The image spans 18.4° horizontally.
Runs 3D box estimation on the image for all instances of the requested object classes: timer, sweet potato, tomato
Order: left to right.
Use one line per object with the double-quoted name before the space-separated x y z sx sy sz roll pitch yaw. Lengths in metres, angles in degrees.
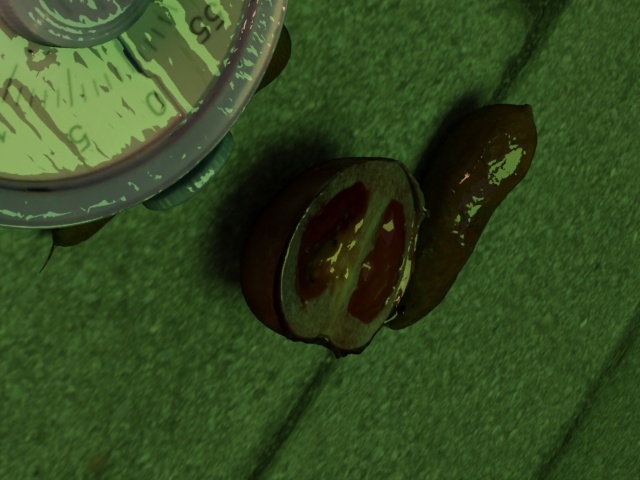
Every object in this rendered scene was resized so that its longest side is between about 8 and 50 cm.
"timer" -0.183 -0.179 1.312 0.395 0.173 0.395 -5 99 -33
"tomato" 0.000 0.000 1.893 0.228 0.112 0.199 30 84 -57
"sweet potato" 0.134 -0.023 2.080 0.097 0.097 0.292 4 122 -54

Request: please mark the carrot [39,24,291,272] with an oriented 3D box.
"carrot" -0.140 -0.085 1.676 0.298 0.078 0.078 -47 147 -8
